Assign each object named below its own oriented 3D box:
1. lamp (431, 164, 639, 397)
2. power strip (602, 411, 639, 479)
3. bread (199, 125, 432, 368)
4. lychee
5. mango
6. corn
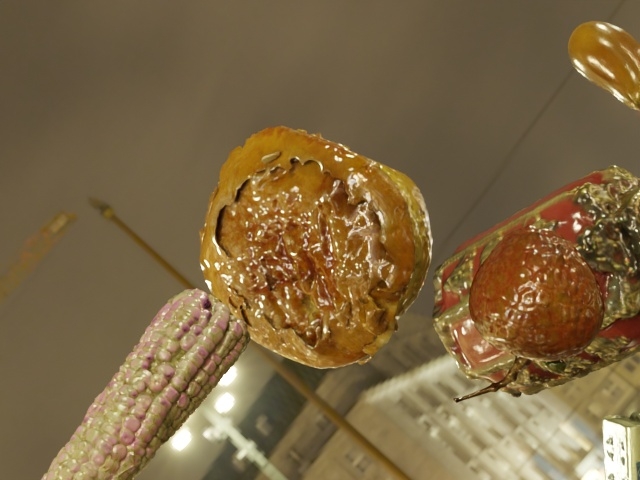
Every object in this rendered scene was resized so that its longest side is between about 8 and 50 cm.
[{"bbox_3d":[0.225,0.043,1.074,0.177,0.177,0.274,-32,-1,-41],"label":"lamp"},{"bbox_3d":[0.392,0.352,1.450,0.034,0.268,0.092,-2,0,-10],"label":"power strip"},{"bbox_3d":[0.002,0.002,1.687,0.204,0.358,0.337,-20,-49,-53],"label":"bread"},{"bbox_3d":[0.164,0.054,0.896,0.140,0.114,0.101,76,-153,-45],"label":"lychee"},{"bbox_3d":[0.433,-0.255,1.661,0.102,0.184,0.085,1,-53,-36],"label":"mango"},{"bbox_3d":[-0.221,0.204,1.462,0.335,0.126,0.126,-53,-16,-29],"label":"corn"}]
